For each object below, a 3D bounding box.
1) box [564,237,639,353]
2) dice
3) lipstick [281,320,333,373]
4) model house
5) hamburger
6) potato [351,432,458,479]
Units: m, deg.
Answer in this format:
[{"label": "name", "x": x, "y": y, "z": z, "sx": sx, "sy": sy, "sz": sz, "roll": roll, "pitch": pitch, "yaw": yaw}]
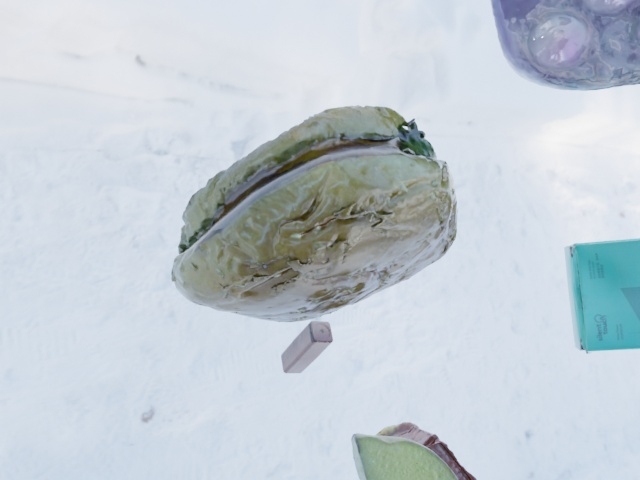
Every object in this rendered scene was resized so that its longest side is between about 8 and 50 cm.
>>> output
[{"label": "box", "x": 0.623, "y": 0.092, "z": 1.084, "sx": 0.118, "sy": 0.311, "sz": 0.205, "roll": 21, "pitch": 63, "yaw": -75}, {"label": "dice", "x": 0.361, "y": -0.362, "z": 0.718, "sx": 0.270, "sy": 0.270, "sz": 0.271, "roll": -61, "pitch": 140, "yaw": -42}, {"label": "lipstick", "x": -0.028, "y": 0.203, "z": 1.113, "sx": 0.045, "sy": 0.145, "sz": 0.045, "roll": 5, "pitch": 54, "yaw": -27}, {"label": "model house", "x": 0.197, "y": 0.486, "z": 1.192, "sx": 0.160, "sy": 0.254, "sz": 0.196, "roll": -41, "pitch": 94, "yaw": -11}, {"label": "hamburger", "x": 0.002, "y": -0.001, "z": 0.557, "sx": 0.134, "sy": 0.265, "sz": 0.285, "roll": 61, "pitch": 11, "yaw": 22}, {"label": "potato", "x": 0.112, "y": 0.299, "z": 0.773, "sx": 0.120, "sy": 0.081, "sz": 0.149, "roll": -16, "pitch": 93, "yaw": -7}]
